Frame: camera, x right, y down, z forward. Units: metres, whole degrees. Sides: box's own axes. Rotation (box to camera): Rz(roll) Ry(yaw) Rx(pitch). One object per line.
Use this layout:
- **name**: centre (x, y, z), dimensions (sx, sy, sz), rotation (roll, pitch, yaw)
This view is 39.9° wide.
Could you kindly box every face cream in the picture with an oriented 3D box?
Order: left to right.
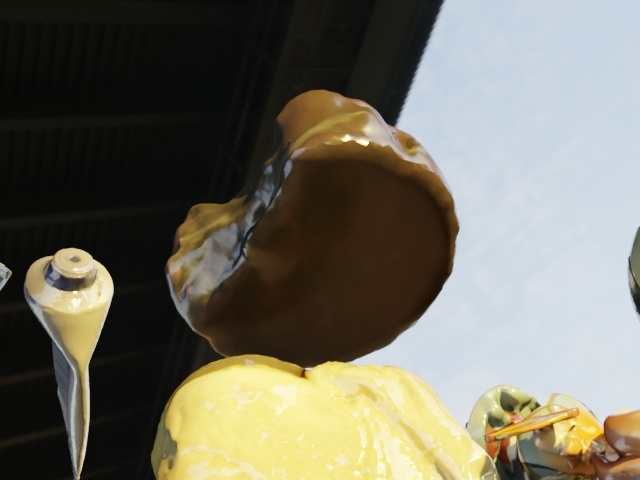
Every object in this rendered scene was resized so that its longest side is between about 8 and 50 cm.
- **face cream**: centre (-0.429, 0.196, 1.494), dimensions (0.137, 0.235, 0.420), rotation (-5, -52, -24)

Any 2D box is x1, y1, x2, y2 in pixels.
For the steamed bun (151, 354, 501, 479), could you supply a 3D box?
- **steamed bun**: centre (-0.001, 0.285, 0.966), dimensions (0.372, 0.324, 0.230), rotation (-3, -41, -2)

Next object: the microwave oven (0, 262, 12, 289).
- **microwave oven**: centre (-0.337, 0.071, 0.626), dimensions (0.208, 0.122, 0.162), rotation (-58, 3, -12)

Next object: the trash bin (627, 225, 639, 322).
- **trash bin**: centre (0.666, 0.033, 1.273), dimensions (0.432, 0.280, 0.280), rotation (-27, -38, 0)

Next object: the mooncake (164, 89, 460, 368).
- **mooncake**: centre (0.000, 0.000, 1.182), dimensions (0.381, 0.212, 0.350), rotation (-37, -57, 15)

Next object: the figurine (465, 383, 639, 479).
- **figurine**: centre (0.382, 0.305, 1.145), dimensions (0.277, 0.248, 0.388), rotation (10, -15, -37)
